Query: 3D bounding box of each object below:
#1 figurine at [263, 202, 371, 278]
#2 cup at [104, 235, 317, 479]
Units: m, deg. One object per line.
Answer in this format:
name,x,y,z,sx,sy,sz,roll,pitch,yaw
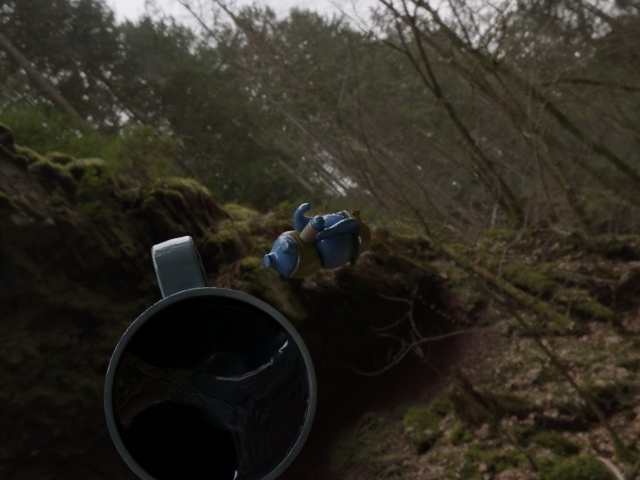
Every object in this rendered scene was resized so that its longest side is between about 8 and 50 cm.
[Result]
figurine,0.001,0.004,1.525,0.262,0.154,0.180,-7,-55,-32
cup,-0.177,0.191,0.926,0.257,0.331,0.311,-46,-3,-12
